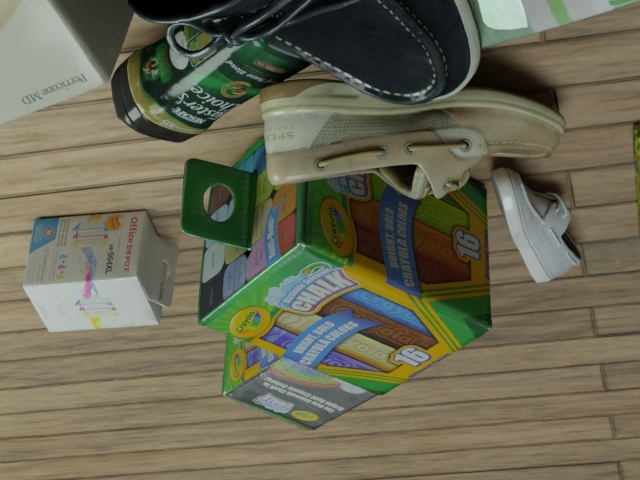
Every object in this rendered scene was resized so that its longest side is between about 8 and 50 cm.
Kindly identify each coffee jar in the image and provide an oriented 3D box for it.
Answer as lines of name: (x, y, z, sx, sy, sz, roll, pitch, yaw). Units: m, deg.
coffee jar: (-0.096, -0.154, 1.317, 0.184, 0.079, 0.096, -28, 155, 36)

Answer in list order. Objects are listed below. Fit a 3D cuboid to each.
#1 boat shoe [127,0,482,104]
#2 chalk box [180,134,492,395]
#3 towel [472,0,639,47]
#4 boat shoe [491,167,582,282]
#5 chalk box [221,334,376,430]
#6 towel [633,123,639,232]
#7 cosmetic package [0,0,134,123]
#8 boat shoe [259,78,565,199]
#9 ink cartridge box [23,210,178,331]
boat shoe: (-0.061, -0.210, 1.077, 0.187, 0.156, 0.500, -6, 153, 38)
chalk box: (0.000, 0.000, 1.446, 0.289, 0.180, 0.179, 24, 139, -29)
towel: (0.206, -0.276, 1.085, 0.325, 0.038, 0.248, -13, 125, 32)
boat shoe: (0.221, -0.019, 1.506, 0.063, 0.066, 0.184, -22, 137, 10)
chalk box: (-0.021, 0.115, 1.651, 0.132, 0.132, 0.213, 27, 139, -31)
towel: (0.369, -0.040, 1.497, 0.102, 0.021, 0.237, -4, 144, 12)
cosmetic package: (-0.284, -0.233, 1.065, 0.160, 0.113, 0.309, -18, 126, 23)
boat shoe: (0.086, -0.083, 1.332, 0.302, 0.098, 0.109, 2, 173, -30)
ink cartridge box: (-0.226, 0.032, 1.582, 0.143, 0.092, 0.090, -5, 143, 9)
